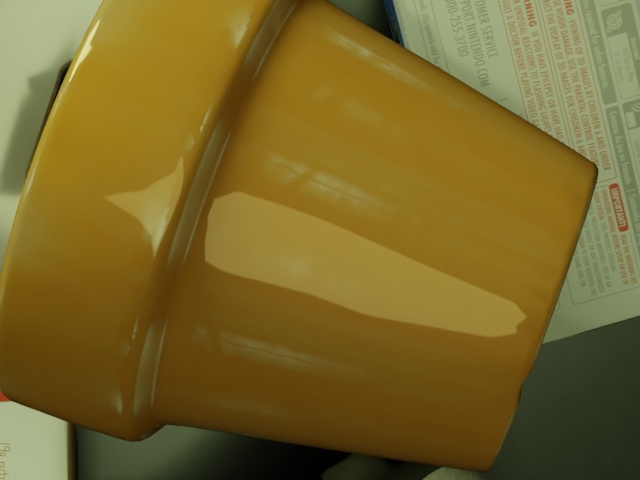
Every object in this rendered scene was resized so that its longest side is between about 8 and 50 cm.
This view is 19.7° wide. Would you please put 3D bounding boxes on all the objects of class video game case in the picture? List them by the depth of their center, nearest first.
[{"bbox_3d":[0.154,-0.109,0.811,0.244,0.061,0.270,-15,103,0],"label":"video game case"}]

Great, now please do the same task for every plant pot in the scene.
[{"bbox_3d":[0.000,0.000,0.726,0.188,0.205,0.205,21,100,6],"label":"plant pot"}]

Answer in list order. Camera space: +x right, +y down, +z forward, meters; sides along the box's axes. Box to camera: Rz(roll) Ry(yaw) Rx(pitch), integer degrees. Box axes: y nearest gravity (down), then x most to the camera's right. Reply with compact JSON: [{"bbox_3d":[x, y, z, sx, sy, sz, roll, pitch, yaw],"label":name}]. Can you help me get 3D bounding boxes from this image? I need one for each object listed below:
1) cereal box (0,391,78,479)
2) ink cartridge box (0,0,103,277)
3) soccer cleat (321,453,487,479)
[{"bbox_3d":[-0.223,0.104,0.782,0.240,0.047,0.173,-4,60,-4],"label":"cereal box"},{"bbox_3d":[-0.240,-0.095,0.778,0.332,0.065,0.165,19,100,-8],"label":"ink cartridge box"},{"bbox_3d":[-0.042,0.220,0.795,0.331,0.116,0.143,-38,75,19],"label":"soccer cleat"}]
